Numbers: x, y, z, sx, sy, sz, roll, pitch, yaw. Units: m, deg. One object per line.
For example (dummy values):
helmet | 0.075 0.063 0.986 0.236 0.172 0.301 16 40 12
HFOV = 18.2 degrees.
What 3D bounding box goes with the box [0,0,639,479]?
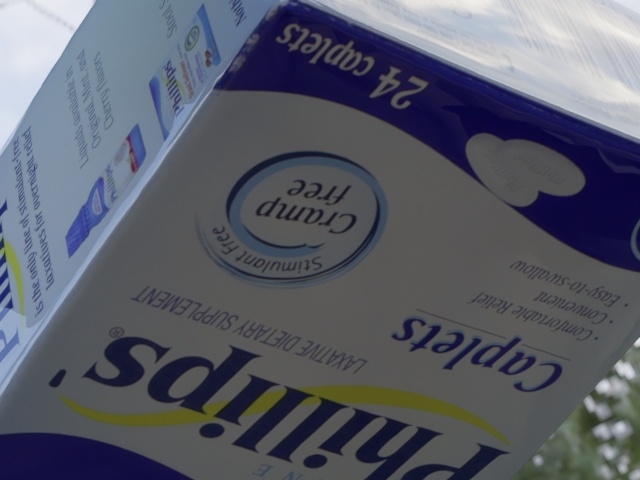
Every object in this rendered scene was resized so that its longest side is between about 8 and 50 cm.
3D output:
box | 0.000 0.000 0.438 0.126 0.072 0.137 19 -57 -30
